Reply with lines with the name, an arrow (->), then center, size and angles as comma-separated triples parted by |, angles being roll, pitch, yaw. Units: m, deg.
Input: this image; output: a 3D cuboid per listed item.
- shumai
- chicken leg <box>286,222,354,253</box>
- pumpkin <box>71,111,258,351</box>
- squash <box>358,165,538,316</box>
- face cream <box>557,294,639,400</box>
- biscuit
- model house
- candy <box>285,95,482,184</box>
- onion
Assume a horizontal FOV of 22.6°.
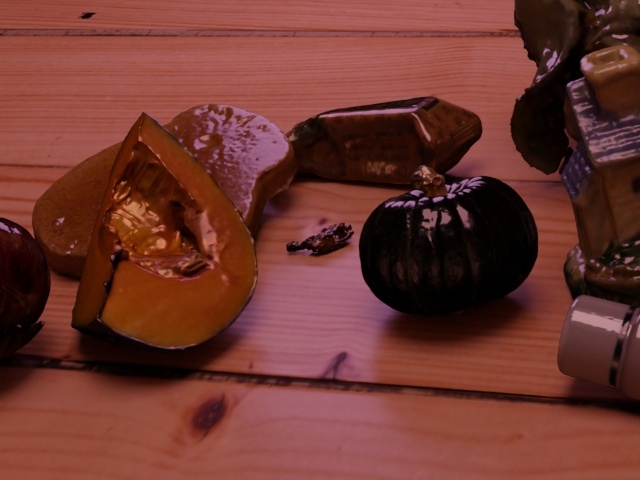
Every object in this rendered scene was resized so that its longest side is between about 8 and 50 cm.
shumai -> 0.406, -0.231, 1.938 | 0.395, 0.395, 0.348 | -3, 50, 9
chicken leg -> 0.002, 0.000, 1.883 | 0.083, 0.021, 0.036 | -22, 40, -18
pumpkin -> -0.171, 0.028, 1.773 | 0.169, 0.148, 0.312 | 21, 50, -18
squash -> 0.136, 0.005, 1.700 | 0.193, 0.156, 0.193 | 11, 9, -2
face cream -> 0.380, 0.123, 1.488 | 0.314, 0.089, 0.143 | 13, 31, 20
biscuit -> -0.175, -0.047, 1.954 | 0.343, 0.057, 0.287 | -33, 42, -26
model house -> 0.396, -0.079, 1.631 | 0.321, 0.266, 0.261 | -15, 18, 2
candy -> 0.058, -0.127, 2.040 | 0.271, 0.101, 0.143 | 3, 22, 31
onion -> -0.407, 0.054, 1.690 | 0.246, 0.190, 0.246 | 1, -1, 0
